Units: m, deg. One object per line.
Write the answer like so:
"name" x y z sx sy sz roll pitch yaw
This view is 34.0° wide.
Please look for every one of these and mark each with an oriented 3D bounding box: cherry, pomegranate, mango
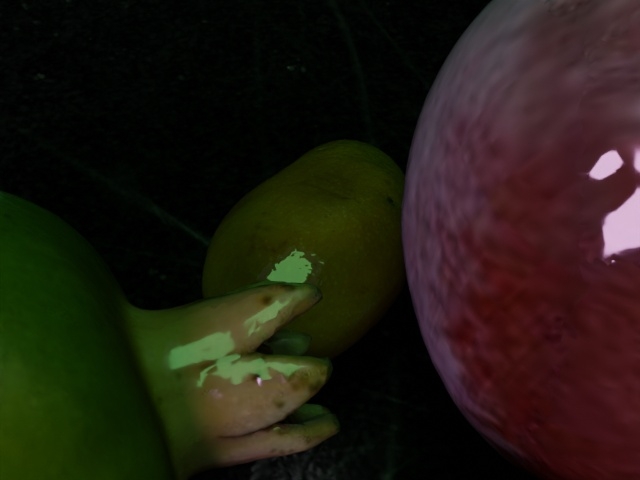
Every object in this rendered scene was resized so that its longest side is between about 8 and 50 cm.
"cherry" 0.191 -0.022 0.620 0.291 0.335 0.326 -9 22 11
"pomegranate" -0.171 0.074 0.535 0.359 0.216 0.310 -16 31 -7
"mango" 0.000 0.000 0.735 0.136 0.099 0.227 10 39 17
